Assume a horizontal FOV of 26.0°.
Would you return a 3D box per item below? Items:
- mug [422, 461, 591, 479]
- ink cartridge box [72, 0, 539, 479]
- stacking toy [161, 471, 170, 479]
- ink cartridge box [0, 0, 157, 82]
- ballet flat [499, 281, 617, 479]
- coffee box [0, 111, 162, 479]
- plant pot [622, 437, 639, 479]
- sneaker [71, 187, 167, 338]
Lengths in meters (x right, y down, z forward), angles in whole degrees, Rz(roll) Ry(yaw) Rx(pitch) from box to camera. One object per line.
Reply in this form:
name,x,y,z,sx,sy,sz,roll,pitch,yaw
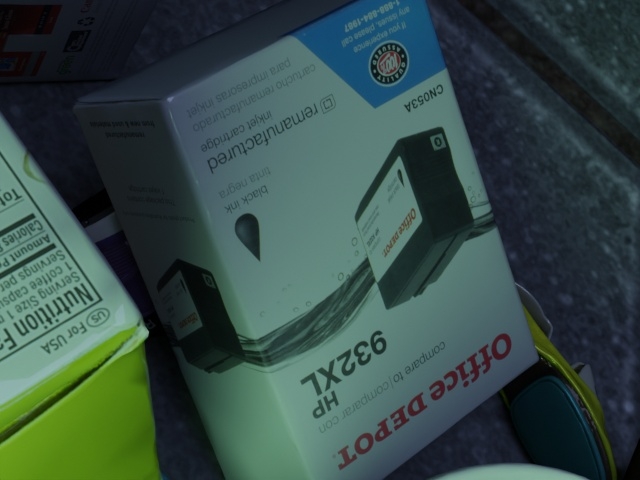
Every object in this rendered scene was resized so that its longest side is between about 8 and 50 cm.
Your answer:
mug,0.080,0.339,0.824,0.276,0.328,0.374,-33,85,-30
ink cartridge box,0.000,0.000,0.968,0.223,0.129,0.307,-32,112,-31
stacking toy,-0.180,0.115,0.928,0.141,0.141,0.330,-14,70,-27
ink cartridge box,-0.238,-0.227,0.928,0.272,0.309,0.130,-5,71,-25
ballet flat,0.174,0.102,1.112,0.077,0.077,0.231,-31,82,-44
coffee box,-0.303,0.069,0.692,0.338,0.337,0.334,-32,70,-18
plant pot,0.280,0.287,1.017,0.215,0.215,0.230,37,71,-5
sneaker,-0.061,-0.029,1.064,0.283,0.107,0.124,-37,106,-30
